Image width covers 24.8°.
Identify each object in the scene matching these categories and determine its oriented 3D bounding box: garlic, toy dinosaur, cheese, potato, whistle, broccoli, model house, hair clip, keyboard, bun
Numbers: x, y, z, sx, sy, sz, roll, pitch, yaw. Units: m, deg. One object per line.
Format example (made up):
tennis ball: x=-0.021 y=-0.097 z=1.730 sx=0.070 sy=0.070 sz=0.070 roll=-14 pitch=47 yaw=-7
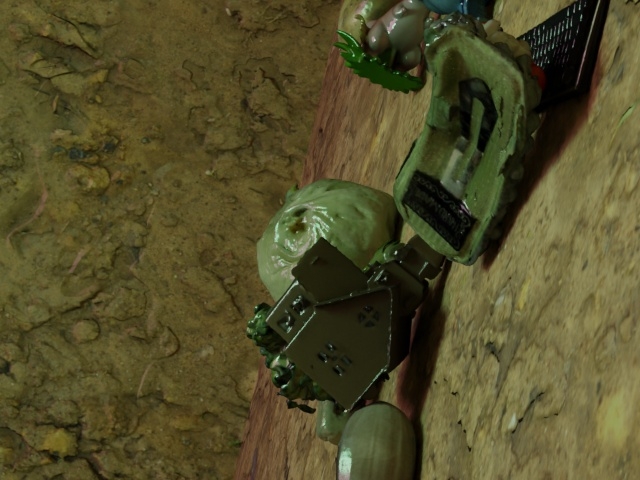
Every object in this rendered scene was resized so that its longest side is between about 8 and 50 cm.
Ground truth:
garlic: x=0.062 y=0.250 z=1.650 sx=0.128 sy=0.090 sz=0.198 roll=92 pitch=180 yaw=-45
toy dinosaur: x=0.111 y=-0.335 z=2.230 sx=0.194 sy=0.152 sz=0.177 roll=151 pitch=141 yaw=-73
cheese: x=0.034 y=0.198 z=2.069 sx=0.043 sy=0.065 sz=0.194 roll=105 pitch=174 yaw=-60
potato: x=0.094 y=-0.363 z=2.428 sx=0.161 sy=0.128 sz=0.235 roll=-57 pitch=-12 yaw=3
whistle: x=0.187 y=-0.338 z=1.821 sx=0.269 sy=0.093 sz=0.180 roll=162 pitch=113 yaw=-76
broccoli: x=0.006 y=0.093 z=1.930 sx=0.275 sy=0.198 sz=0.177 roll=109 pitch=165 yaw=-44
model house: x=0.068 y=0.050 z=1.726 sx=0.248 sy=0.176 sz=0.181 roll=-50 pitch=-7 yaw=8
hair clip: x=0.154 y=-0.105 z=1.424 sx=0.091 sy=0.138 sz=0.321 roll=-43 pitch=-18 yaw=-26
keyboard: x=0.216 y=-0.171 z=1.445 sx=0.317 sy=0.027 sz=0.106 roll=168 pitch=117 yaw=-82
bun: x=0.000 y=0.000 z=2.163 sx=0.244 sy=0.153 sz=0.244 roll=-34 pitch=39 yaw=33

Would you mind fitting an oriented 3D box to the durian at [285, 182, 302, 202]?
durian: x=0.008 y=0.017 z=2.346 sx=0.144 sy=0.139 sz=0.252 roll=106 pitch=168 yaw=-59
